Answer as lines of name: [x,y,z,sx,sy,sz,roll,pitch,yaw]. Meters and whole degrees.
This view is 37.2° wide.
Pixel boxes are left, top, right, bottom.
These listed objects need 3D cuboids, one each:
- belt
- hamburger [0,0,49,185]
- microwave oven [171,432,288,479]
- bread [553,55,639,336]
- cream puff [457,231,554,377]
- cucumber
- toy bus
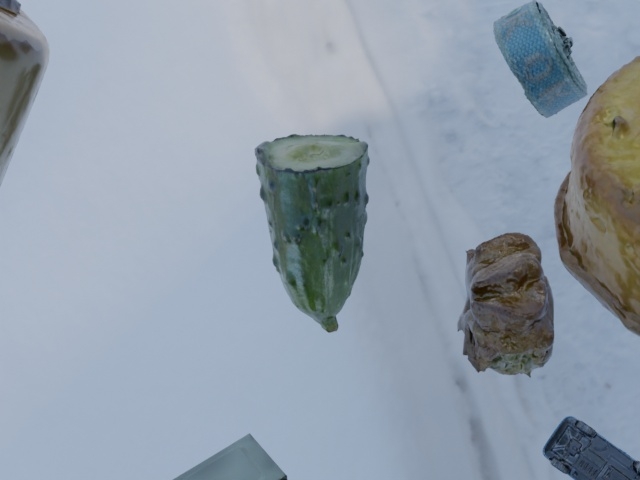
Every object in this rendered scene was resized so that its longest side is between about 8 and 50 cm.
belt: [0.281,-0.229,1.194,0.082,0.163,0.148,-27,106,19]
hamburger: [-0.271,-0.104,0.425,0.300,0.300,0.176,42,94,19]
microwave oven: [-0.081,0.357,1.087,0.122,0.162,0.208,30,145,61]
bread: [0.328,-0.021,0.873,0.194,0.179,0.340,84,162,-45]
cream puff: [0.310,0.117,1.562,0.155,0.241,0.269,4,125,3]
cucumber: [-0.003,-0.001,1.110,0.134,0.134,0.244,9,117,31]
toy bus: [0.200,0.161,0.664,0.083,0.046,0.038,35,91,32]
